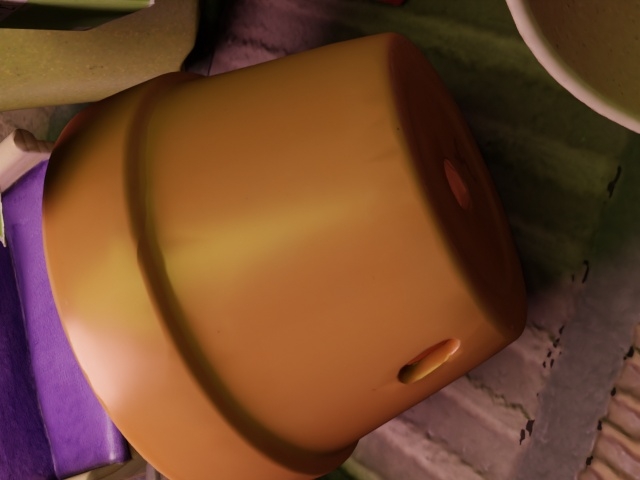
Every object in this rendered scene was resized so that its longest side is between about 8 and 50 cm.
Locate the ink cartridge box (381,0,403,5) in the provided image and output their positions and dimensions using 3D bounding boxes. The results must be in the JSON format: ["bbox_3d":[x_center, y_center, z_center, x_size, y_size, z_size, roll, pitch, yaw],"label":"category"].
[{"bbox_3d":[0.059,-0.303,0.499,0.306,0.226,0.131,-41,66,33],"label":"ink cartridge box"}]

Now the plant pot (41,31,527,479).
[{"bbox_3d":[0.000,0.000,0.545,0.203,0.291,0.291,-23,76,23],"label":"plant pot"}]

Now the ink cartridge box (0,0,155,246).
[{"bbox_3d":[-0.170,-0.139,0.521,0.189,0.097,0.255,18,111,62],"label":"ink cartridge box"}]

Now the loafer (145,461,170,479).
[{"bbox_3d":[0.004,0.273,0.645,0.130,0.134,0.366,-45,74,28],"label":"loafer"}]

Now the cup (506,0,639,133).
[{"bbox_3d":[0.234,-0.216,0.326,0.331,0.331,0.237,-21,52,39],"label":"cup"}]

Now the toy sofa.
[{"bbox_3d":[-0.281,0.084,0.841,0.150,0.177,0.362,-26,74,39],"label":"toy sofa"}]

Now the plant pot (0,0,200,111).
[{"bbox_3d":[-0.243,-0.219,0.714,0.276,0.254,0.276,177,90,-69],"label":"plant pot"}]
